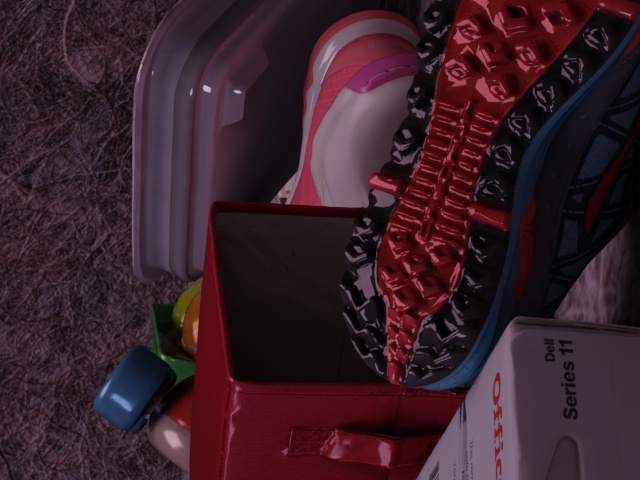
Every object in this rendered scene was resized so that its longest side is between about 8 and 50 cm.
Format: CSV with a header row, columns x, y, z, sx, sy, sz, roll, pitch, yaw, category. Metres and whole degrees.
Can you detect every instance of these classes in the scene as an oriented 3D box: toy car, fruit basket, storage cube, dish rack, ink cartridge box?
x,y,z,sx,sy,sz,roll,pitch,yaw,category
-0.047,0.122,1.645,0.238,0.219,0.210,-54,-3,-7,toy car
-0.083,0.056,2.027,0.327,0.165,0.353,-124,55,-76,fruit basket
0.023,0.108,1.033,0.215,0.183,0.193,-102,17,-60,storage cube
-0.036,-0.131,1.486,0.333,0.072,0.285,-51,-22,-39,dish rack
0.102,0.146,0.804,0.208,0.086,0.153,108,164,-62,ink cartridge box

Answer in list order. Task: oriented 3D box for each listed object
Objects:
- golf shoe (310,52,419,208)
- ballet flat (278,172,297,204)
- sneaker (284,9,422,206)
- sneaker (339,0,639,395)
x,y,z,sx,sy,sz,roll,pitch,yaw,category
0.056,0.019,1.176,0.306,0.115,0.140,93,164,-45,golf shoe
-0.003,-0.044,1.665,0.203,0.074,0.074,135,138,-77,ballet flat
0.020,-0.007,1.341,0.136,0.116,0.314,-108,24,-65,sneaker
0.100,-0.053,0.844,0.125,0.104,0.262,18,-81,-56,sneaker
